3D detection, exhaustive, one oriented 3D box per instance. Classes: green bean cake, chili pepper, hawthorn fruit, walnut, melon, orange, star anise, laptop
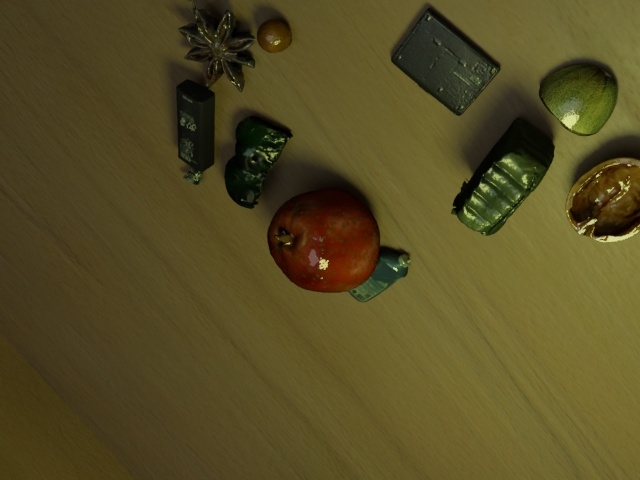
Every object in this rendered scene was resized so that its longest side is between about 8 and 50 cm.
[{"bbox_3d":[0.392,-0.129,1.529,0.125,0.227,0.223,39,128,4],"label":"green bean cake"},{"bbox_3d":[-0.190,-0.191,1.863,0.148,0.116,0.265,33,127,10],"label":"chili pepper"},{"bbox_3d":[0.000,0.000,1.783,0.275,0.299,0.276,-2,88,46],"label":"hawthorn fruit"},{"bbox_3d":[0.630,-0.095,1.515,0.167,0.087,0.211,45,127,5],"label":"walnut"},{"bbox_3d":[0.532,-0.291,1.453,0.160,0.079,0.128,39,130,2],"label":"melon"},{"bbox_3d":[-0.108,-0.480,1.677,0.084,0.085,0.085,13,123,20],"label":"orange"},{"bbox_3d":[-0.252,-0.487,1.738,0.230,0.081,0.263,-2,129,37],"label":"star anise"},{"bbox_3d":[0.270,-0.386,1.565,0.207,0.026,0.154,40,128,0],"label":"laptop"}]

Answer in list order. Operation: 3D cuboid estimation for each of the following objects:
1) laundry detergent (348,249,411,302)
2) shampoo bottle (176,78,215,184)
[{"bbox_3d":[0.158,0.088,1.887,0.206,0.061,0.097,-33,97,37],"label":"laundry detergent"},{"bbox_3d":[-0.332,-0.274,1.901,0.098,0.071,0.310,29,140,18],"label":"shampoo bottle"}]
